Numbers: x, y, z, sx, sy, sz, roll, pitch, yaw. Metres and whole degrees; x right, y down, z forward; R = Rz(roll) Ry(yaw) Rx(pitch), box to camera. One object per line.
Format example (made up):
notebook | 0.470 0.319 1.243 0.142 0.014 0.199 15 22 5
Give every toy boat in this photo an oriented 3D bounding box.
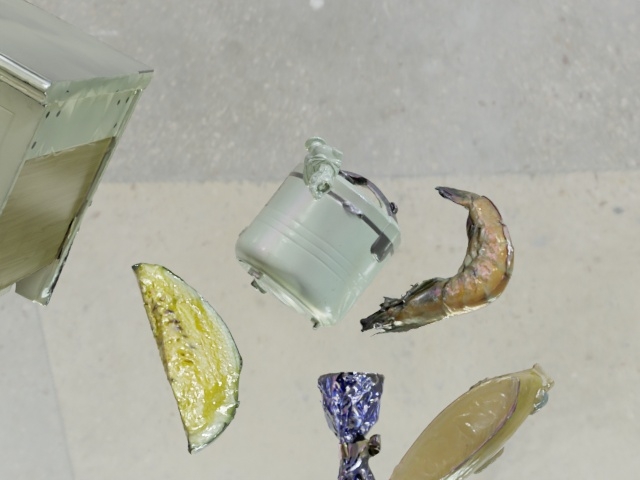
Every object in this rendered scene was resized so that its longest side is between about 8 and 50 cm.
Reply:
toy boat | 0.107 0.142 0.768 0.149 0.047 0.049 -42 148 -1

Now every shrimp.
shrimp | 0.153 0.028 1.490 0.262 0.198 0.051 -27 146 32

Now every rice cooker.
rice cooker | 0.000 0.000 1.673 0.226 0.226 0.244 38 83 -17

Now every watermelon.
watermelon | -0.194 0.173 1.522 0.123 0.301 0.129 -36 148 24

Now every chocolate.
chocolate | 0.063 0.392 1.871 0.126 0.343 0.148 16 146 -29

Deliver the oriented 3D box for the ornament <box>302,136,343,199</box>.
ornament | 0.000 -0.097 1.413 0.041 0.092 0.068 28 102 -31

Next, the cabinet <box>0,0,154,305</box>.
cabinet | -0.374 -0.082 1.089 0.227 0.290 0.318 28 105 3
